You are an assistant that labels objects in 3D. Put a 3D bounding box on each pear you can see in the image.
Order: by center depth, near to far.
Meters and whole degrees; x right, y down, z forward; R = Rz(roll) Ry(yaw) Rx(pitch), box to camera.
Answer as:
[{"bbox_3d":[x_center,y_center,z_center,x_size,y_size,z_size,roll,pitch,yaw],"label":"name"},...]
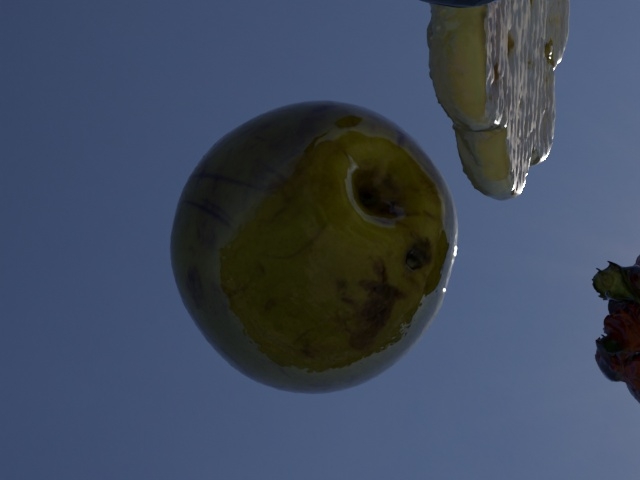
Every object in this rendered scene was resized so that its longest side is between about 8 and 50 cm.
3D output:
[{"bbox_3d":[0.000,0.000,1.224,0.284,0.283,0.283,-3,-78,-13],"label":"pear"}]

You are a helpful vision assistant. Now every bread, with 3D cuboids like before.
[{"bbox_3d":[0.123,-0.185,0.920,0.054,0.316,0.316,2,-76,19],"label":"bread"}]

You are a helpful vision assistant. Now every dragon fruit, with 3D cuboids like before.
[{"bbox_3d":[0.350,0.082,1.266,0.189,0.182,0.182,-13,-70,-55],"label":"dragon fruit"}]

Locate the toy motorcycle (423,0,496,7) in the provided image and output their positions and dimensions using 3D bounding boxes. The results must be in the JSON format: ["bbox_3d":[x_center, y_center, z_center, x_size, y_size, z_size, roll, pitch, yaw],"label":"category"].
[{"bbox_3d":[0.040,-0.206,0.313,0.182,0.319,0.241,-16,-98,-30],"label":"toy motorcycle"}]
